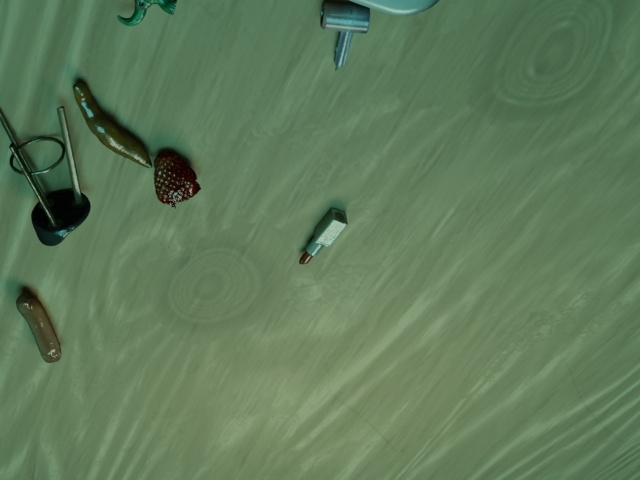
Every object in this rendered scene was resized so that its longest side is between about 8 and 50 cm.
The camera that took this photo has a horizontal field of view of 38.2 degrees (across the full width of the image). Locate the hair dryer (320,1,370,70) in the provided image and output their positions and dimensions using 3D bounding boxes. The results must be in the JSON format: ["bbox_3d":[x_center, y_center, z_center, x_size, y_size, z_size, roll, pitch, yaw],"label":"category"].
[{"bbox_3d":[0.027,-0.276,1.271,0.063,0.037,0.114,3,144,-8],"label":"hair dryer"}]

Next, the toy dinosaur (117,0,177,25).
[{"bbox_3d":[-0.224,-0.328,1.166,0.096,0.059,0.132,18,124,-14],"label":"toy dinosaur"}]

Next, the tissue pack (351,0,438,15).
[{"bbox_3d":[0.091,-0.433,0.973,0.229,0.236,0.333,17,132,-12],"label":"tissue pack"}]

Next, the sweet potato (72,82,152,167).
[{"bbox_3d":[-0.306,-0.159,1.339,0.044,0.044,0.179,-26,133,19],"label":"sweet potato"}]

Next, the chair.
[{"bbox_3d":[-0.399,-0.095,1.362,0.095,0.104,0.221,-18,137,-14],"label":"chair"}]

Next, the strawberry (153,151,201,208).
[{"bbox_3d":[-0.223,-0.094,1.404,0.073,0.073,0.083,-12,122,5],"label":"strawberry"}]

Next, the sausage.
[{"bbox_3d":[-0.501,0.153,1.646,0.043,0.043,0.186,-7,138,-1],"label":"sausage"}]

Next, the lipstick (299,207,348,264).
[{"bbox_3d":[-0.001,0.000,1.562,0.030,0.030,0.129,19,132,-26],"label":"lipstick"}]
